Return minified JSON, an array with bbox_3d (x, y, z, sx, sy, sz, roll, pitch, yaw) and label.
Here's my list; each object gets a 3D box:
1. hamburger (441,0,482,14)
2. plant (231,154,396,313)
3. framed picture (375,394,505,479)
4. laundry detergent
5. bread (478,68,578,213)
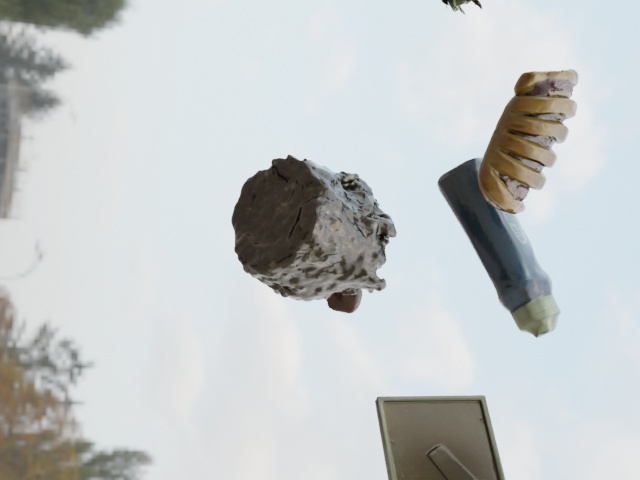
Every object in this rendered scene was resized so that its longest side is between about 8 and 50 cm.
[{"bbox_3d":[0.204,-0.373,1.629,0.164,0.093,0.189,9,97,-87],"label":"hamburger"},{"bbox_3d":[0.000,0.000,1.739,0.204,0.234,0.178,-30,-131,24],"label":"plant"},{"bbox_3d":[0.154,0.282,1.610,0.015,0.150,0.203,105,-19,-50],"label":"framed picture"},{"bbox_3d":[0.279,0.019,1.977,0.289,0.094,0.143,67,13,16],"label":"laundry detergent"},{"bbox_3d":[0.299,-0.145,1.836,0.081,0.134,0.225,29,-79,28],"label":"bread"}]
